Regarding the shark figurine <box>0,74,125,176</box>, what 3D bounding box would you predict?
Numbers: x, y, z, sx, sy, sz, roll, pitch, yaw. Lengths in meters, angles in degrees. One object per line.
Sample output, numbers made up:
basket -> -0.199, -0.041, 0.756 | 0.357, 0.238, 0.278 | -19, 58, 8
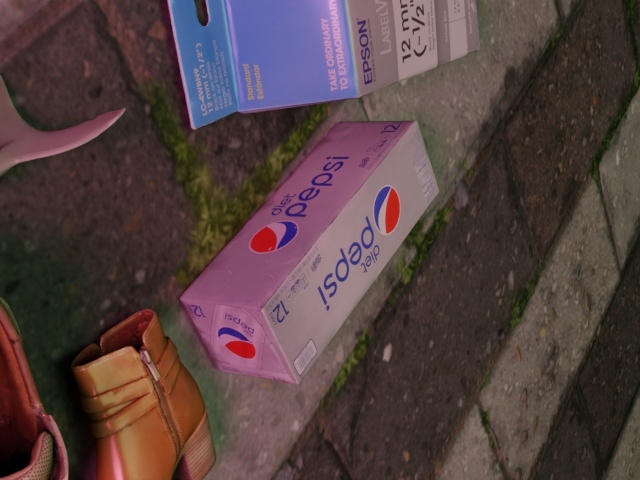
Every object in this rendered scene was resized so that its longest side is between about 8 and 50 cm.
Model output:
shark figurine -> -0.236, -0.057, 0.560 | 0.278, 0.116, 0.166 | 25, 69, -57

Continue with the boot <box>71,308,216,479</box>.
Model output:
boot -> -0.157, 0.159, 0.756 | 0.197, 0.073, 0.152 | -57, 137, -54

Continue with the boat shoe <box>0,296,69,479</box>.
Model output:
boat shoe -> -0.220, 0.149, 0.617 | 0.123, 0.116, 0.324 | -42, 133, -42

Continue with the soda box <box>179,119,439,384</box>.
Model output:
soda box -> 0.000, 0.000, 0.929 | 0.286, 0.098, 0.091 | -51, 131, -38

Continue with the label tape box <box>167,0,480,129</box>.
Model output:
label tape box -> 0.011, -0.260, 0.902 | 0.348, 0.115, 0.249 | -31, 118, -50
